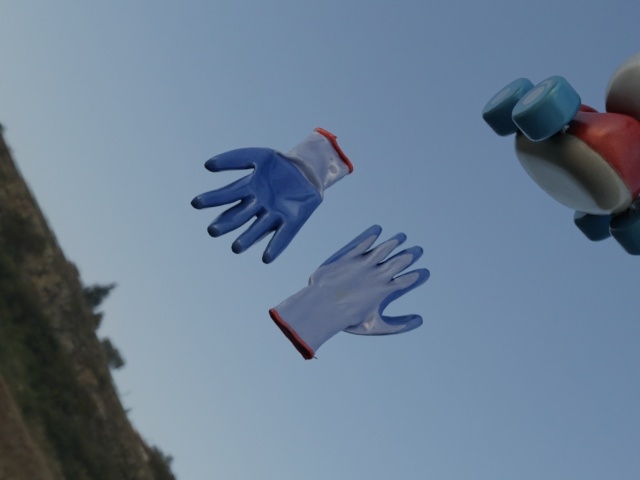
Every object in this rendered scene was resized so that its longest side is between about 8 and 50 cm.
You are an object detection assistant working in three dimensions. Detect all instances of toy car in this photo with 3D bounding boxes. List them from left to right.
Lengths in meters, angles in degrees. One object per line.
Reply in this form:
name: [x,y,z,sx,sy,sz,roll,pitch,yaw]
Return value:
toy car: [0.358,-0.146,1.167,0.219,0.238,0.210,47,-1,-12]

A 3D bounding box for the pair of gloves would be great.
pair of gloves: [0.000,0.000,0.772,0.198,0.159,0.023,52,-39,7]
